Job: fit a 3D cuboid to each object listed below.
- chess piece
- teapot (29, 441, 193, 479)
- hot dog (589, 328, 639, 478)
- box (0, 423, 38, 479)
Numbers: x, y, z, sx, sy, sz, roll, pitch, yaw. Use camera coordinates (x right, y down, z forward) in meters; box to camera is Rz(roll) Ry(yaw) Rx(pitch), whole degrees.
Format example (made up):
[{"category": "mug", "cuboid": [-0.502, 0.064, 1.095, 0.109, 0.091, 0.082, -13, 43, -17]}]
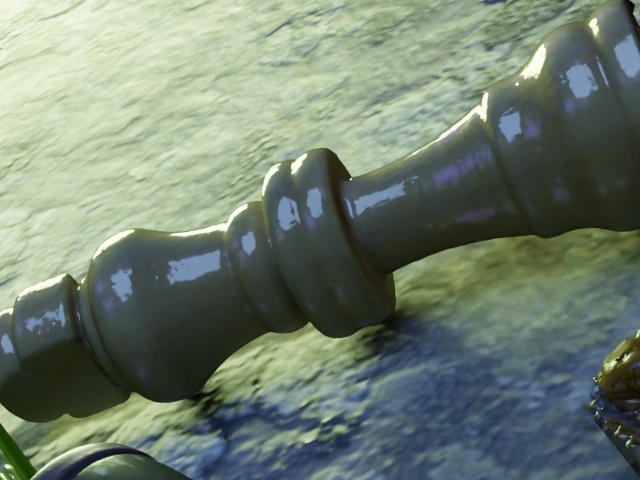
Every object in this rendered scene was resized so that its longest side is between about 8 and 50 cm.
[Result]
[{"category": "chess piece", "cuboid": [0.000, 0.000, 1.003, 0.397, 0.117, 0.117, -22, 30, 13]}, {"category": "teapot", "cuboid": [-0.058, 0.162, 0.829, 0.146, 0.148, 0.116, 17, 88, 37]}, {"category": "hot dog", "cuboid": [0.236, 0.020, 0.812, 0.268, 0.075, 0.144, -37, 28, -20]}, {"category": "box", "cuboid": [-0.239, 0.122, 1.023, 0.134, 0.097, 0.345, -28, 29, -17]}]
